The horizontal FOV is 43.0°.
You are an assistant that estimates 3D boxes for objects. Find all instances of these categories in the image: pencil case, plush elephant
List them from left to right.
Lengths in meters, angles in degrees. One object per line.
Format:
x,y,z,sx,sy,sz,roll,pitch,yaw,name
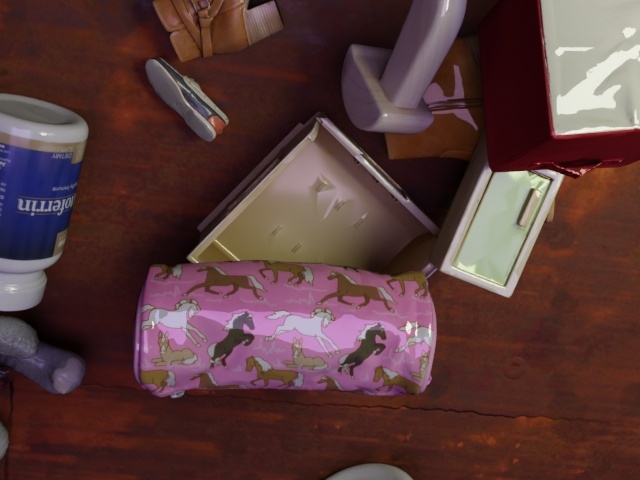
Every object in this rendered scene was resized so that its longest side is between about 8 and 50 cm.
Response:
-0.529,0.200,1.087,0.272,0.255,0.330,-34,105,19,plush elephant
-0.040,0.117,1.042,0.386,0.160,0.167,1,143,-6,pencil case

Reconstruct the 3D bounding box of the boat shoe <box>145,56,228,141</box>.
-0.181,-0.198,1.108,0.137,0.049,0.043,48,57,-15,boat shoe

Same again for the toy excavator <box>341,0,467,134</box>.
0.136,-0.387,0.911,0.222,0.433,0.444,1,76,-29,toy excavator

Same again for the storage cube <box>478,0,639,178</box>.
0.296,-0.185,0.897,0.184,0.193,0.214,-3,85,-6,storage cube

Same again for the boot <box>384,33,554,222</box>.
0.200,-0.138,1.142,0.211,0.104,0.295,-17,106,7,boot

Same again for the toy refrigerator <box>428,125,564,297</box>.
0.244,-0.072,1.049,0.102,0.094,0.269,22,97,-5,toy refrigerator

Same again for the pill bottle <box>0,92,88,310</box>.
-0.409,-0.049,1.080,0.153,0.153,0.264,14,108,-10,pill bottle

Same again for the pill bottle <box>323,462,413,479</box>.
0.112,0.562,1.312,0.210,0.210,0.362,-21,110,2,pill bottle

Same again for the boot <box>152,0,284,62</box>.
-0.147,-0.336,1.049,0.153,0.073,0.197,-17,107,5,boot

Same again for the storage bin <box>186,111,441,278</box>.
0.000,0.000,1.150,0.262,0.123,0.260,43,101,-16,storage bin
